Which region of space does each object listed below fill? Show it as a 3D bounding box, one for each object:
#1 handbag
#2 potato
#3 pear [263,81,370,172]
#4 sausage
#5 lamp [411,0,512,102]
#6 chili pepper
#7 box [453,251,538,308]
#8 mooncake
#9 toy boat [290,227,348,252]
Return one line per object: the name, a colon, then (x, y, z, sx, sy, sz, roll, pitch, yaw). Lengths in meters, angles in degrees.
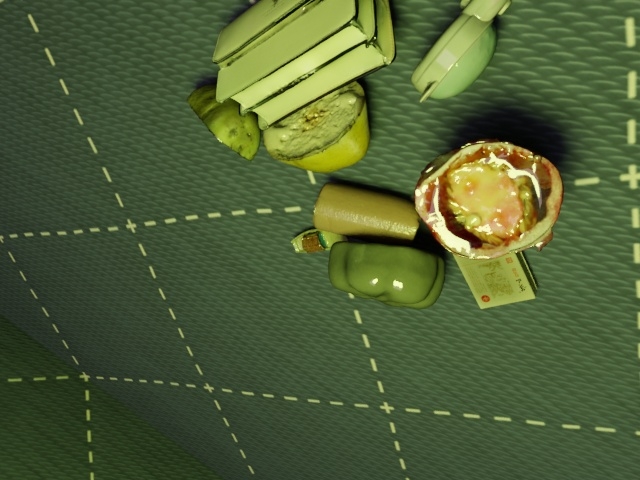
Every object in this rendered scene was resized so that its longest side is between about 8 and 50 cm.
handbag: (-0.043, -0.409, 1.097, 0.358, 0.237, 0.160, -19, 150, 35)
potato: (-0.205, -0.294, 1.279, 0.111, 0.272, 0.160, -49, 131, 8)
pear: (0.008, -0.226, 1.227, 0.267, 0.267, 0.178, -3, 145, 29)
sausage: (0.118, -0.056, 1.309, 0.252, 0.123, 0.123, 16, 126, 19)
lamp: (0.265, -0.354, 1.009, 0.108, 0.179, 0.246, 34, 110, -2)
chili pepper: (0.330, -0.106, 1.083, 0.251, 0.305, 0.229, -29, 97, 25)
box: (0.398, 0.053, 1.277, 0.141, 0.058, 0.201, -20, 109, 35)
mooncake: (0.153, 0.079, 1.288, 0.275, 0.275, 0.135, 7, 81, 23)
toy boat: (0.000, 0.000, 1.444, 0.172, 0.066, 0.065, -9, 113, 31)
